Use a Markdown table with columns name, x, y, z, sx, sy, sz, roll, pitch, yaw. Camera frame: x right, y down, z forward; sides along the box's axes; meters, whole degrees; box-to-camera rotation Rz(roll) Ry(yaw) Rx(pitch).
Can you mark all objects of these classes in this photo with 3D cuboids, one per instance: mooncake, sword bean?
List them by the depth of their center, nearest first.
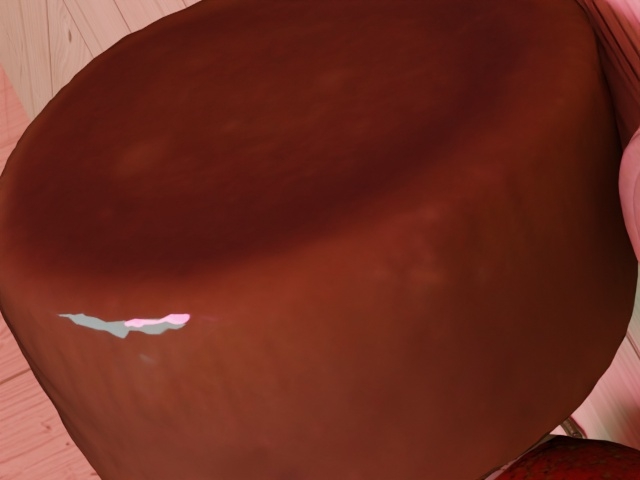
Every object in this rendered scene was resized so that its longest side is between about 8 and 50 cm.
| name | x | y | z | sx | sy | sz | roll | pitch | yaw |
| --- | --- | --- | --- | --- | --- | --- | --- | --- | --- |
| mooncake | 0.000 | 0.000 | 0.797 | 0.284 | 0.284 | 0.155 | 44 | 161 | 56 |
| sword bean | 0.127 | 0.090 | 1.047 | 0.083 | 0.012 | 0.012 | 50 | 161 | 43 |

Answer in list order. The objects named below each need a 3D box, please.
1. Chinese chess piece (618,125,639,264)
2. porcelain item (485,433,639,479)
| name | x | y | z | sx | sy | sz | roll | pitch | yaw |
| --- | --- | --- | --- | --- | --- | --- | --- | --- | --- |
| Chinese chess piece | 0.160 | 0.000 | 0.665 | 0.122 | 0.051 | 0.122 | 58 | 165 | 26 |
| porcelain item | 0.111 | 0.223 | 0.880 | 0.253 | 0.253 | 0.253 | 58 | 165 | 25 |
